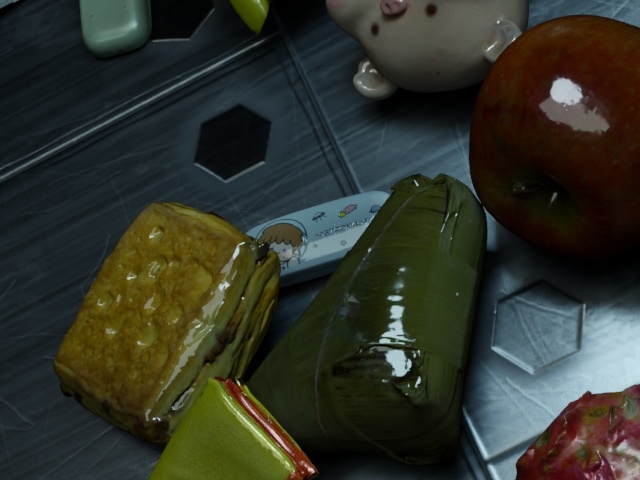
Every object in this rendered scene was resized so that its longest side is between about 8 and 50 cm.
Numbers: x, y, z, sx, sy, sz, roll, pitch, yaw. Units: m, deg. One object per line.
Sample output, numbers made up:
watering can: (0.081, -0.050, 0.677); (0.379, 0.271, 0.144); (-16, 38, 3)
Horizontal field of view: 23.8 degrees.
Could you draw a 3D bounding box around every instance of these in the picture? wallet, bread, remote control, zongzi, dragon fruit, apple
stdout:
wallet: (-0.101, 0.259, 1.422); (0.141, 0.067, 0.241); (43, 114, 26)
bread: (-0.147, 0.084, 1.530); (0.210, 0.099, 0.235); (20, 78, 47)
remote control: (-0.254, -0.363, 1.822); (0.090, 0.038, 0.310); (-13, 68, 13)
zongzi: (0.014, 0.080, 1.487); (0.300, 0.145, 0.274); (-11, 52, 34)
dragon fruit: (0.273, 0.249, 1.268); (0.205, 0.210, 0.268); (-53, 48, 37)
apple: (0.257, -0.102, 1.437); (0.230, 0.230, 0.230); (-8, 63, 16)

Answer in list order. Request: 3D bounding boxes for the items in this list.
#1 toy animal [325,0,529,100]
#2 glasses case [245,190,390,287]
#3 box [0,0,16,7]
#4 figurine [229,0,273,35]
toy animal: (0.125, -0.278, 1.587); (0.210, 0.230, 0.221); (-18, 13, 41)
glasses case: (0.000, 0.000, 1.567); (0.178, 0.045, 0.067); (-17, 62, 12)
box: (-0.427, -0.308, 1.844); (0.154, 0.040, 0.084); (-30, 54, -20)
figurine: (-0.040, -0.392, 1.637); (0.326, 0.218, 0.169); (-38, 29, 4)
